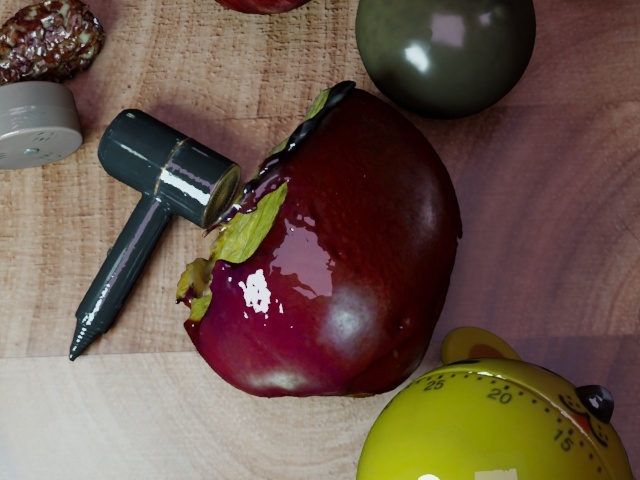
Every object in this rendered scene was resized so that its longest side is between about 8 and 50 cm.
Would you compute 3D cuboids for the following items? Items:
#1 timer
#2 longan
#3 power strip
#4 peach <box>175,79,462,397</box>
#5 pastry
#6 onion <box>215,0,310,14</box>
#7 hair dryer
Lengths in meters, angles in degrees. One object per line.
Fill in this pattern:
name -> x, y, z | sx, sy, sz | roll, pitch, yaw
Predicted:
timer -> 0.235, 0.291, 1.516 | 0.376, 0.376, 0.387 | 49, 42, 10
longan -> 0.170, -0.285, 1.647 | 0.258, 0.258, 0.258 | -1, 79, 3
power strip -> -0.410, -0.158, 1.710 | 0.154, 0.154, 0.078 | -15, 76, 0
peach -> 0.000, 0.000, 1.572 | 0.353, 0.339, 0.417 | 2, 75, -27
pastry -> -0.411, -0.269, 1.760 | 0.208, 0.097, 0.115 | -34, 69, -2
onion -> -0.072, -0.447, 1.702 | 0.276, 0.276, 0.276 | -1, 79, 3
hair dryer -> -0.277, 0.003, 1.702 | 0.189, 0.107, 0.352 | 30, 87, 11
